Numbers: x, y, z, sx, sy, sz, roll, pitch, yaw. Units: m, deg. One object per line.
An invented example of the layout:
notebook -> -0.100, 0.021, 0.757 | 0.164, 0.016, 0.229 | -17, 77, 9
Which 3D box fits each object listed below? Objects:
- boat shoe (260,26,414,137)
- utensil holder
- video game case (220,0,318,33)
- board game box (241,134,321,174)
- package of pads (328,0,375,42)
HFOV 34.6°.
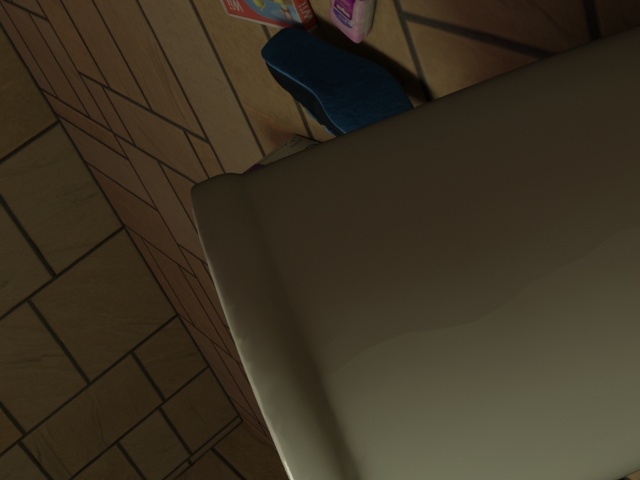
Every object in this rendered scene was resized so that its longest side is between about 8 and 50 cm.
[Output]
boat shoe -> 0.037, -0.173, 1.229 | 0.258, 0.109, 0.089 | 48, 176, 35
utensil holder -> 0.141, 0.040, 0.778 | 0.327, 0.385, 0.328 | 158, 90, -88
video game case -> -0.118, -0.394, 1.271 | 0.204, 0.025, 0.285 | 28, 151, 50
board game box -> 0.000, 0.000, 1.558 | 0.142, 0.144, 0.275 | 26, 149, 53
package of pads -> 0.036, -0.263, 1.145 | 0.050, 0.032, 0.083 | 43, 161, 15
